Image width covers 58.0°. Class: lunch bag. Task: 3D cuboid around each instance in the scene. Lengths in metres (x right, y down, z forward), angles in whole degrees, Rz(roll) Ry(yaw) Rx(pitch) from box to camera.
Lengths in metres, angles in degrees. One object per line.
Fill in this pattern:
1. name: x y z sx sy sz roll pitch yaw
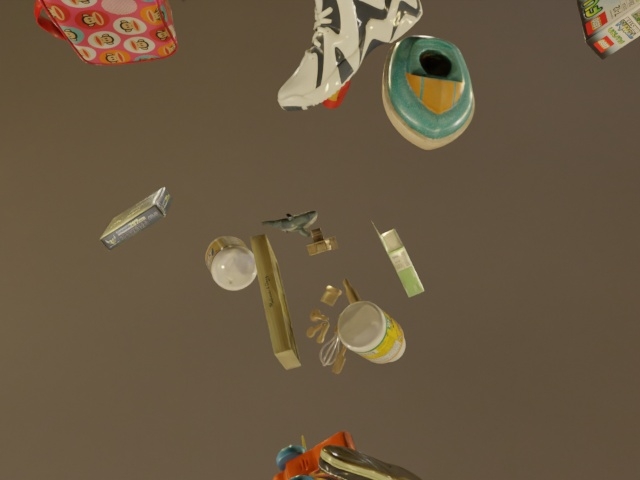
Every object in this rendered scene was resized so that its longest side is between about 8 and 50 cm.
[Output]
1. lunch bag: -0.443 -0.469 1.177 0.258 0.293 0.120 -11 -102 -6

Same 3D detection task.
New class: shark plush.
1. shark plush: -0.093 -0.064 1.711 0.161 0.067 0.073 6 -125 -7

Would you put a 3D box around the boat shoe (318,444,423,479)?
1. boat shoe: 0.077 0.352 0.817 0.080 0.223 0.073 17 -103 53

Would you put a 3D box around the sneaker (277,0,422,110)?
1. sneaker: 0.005 -0.296 0.775 0.235 0.153 0.094 -35 -153 16

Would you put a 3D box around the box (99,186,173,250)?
1. box: -0.623 -0.077 1.966 0.233 0.059 0.183 -31 -156 9

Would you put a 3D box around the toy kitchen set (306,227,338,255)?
1. toy kitchen set: 0.000 0.000 1.617 0.083 0.068 0.075 -17 -177 0

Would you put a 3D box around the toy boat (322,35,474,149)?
1. toy boat: 0.157 -0.311 1.141 0.318 0.148 0.267 2 -116 -10

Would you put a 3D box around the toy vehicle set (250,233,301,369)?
1. toy vehicle set: -0.098 0.137 1.268 0.035 0.166 0.266 -14 -115 -1

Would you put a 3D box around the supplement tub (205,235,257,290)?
1. supplement tub: -0.292 0.067 1.859 0.144 0.144 0.200 -13 -163 -16

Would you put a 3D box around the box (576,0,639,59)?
1. box: 0.358 -0.316 0.677 0.036 0.114 0.207 32 -133 -25

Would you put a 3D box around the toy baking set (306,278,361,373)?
1. toy baking set: 0.048 0.227 1.545 0.030 0.196 0.256 27 -161 -34

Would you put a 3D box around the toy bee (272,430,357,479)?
1. toy bee: -0.046 0.520 1.253 0.298 0.162 0.195 -12 -140 18

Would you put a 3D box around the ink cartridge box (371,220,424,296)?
1. ink cartridge box: 0.229 0.041 1.735 0.056 0.171 0.235 -26 -153 7

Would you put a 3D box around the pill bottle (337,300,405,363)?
1. pill bottle: 0.131 0.228 1.379 0.118 0.208 0.117 -11 -117 23
